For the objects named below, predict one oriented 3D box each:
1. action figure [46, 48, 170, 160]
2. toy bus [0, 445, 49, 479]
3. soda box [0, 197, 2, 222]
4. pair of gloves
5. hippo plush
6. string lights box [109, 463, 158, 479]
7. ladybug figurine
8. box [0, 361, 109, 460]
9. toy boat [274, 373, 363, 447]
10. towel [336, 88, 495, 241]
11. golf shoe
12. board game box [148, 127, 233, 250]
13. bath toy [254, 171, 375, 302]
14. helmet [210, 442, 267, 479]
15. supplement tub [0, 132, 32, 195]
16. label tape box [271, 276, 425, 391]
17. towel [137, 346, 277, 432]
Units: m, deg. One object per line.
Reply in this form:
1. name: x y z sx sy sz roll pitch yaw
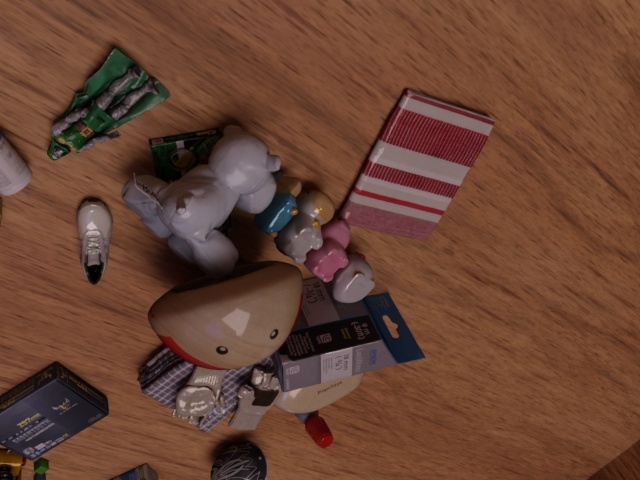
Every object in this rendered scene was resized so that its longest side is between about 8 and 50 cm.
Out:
1. action figure: -0.389 -0.214 1.305 0.232 0.063 0.137 -35 136 15
2. toy bus: -0.771 0.589 1.807 0.191 0.104 0.202 -26 134 0
3. soda box: -0.665 -0.049 1.332 0.181 0.061 0.058 6 125 -26
4. pair of gloves: -0.209 0.361 1.717 0.240 0.042 0.204 18 118 -30
5. hippo plush: -0.209 -0.107 1.369 0.236 0.234 0.294 -50 153 -18
6. string lights box: -0.553 0.713 1.979 0.260 0.133 0.076 -24 134 -1
7. ladybug figurine: -0.175 0.146 1.465 0.305 0.449 0.162 -17 94 -10
8. box: -0.638 0.398 1.727 0.233 0.059 0.183 -31 132 5
9. toy boat: -0.021 0.381 1.912 0.267 0.148 0.318 -16 128 -22
10. towel: 0.202 -0.152 1.609 0.237 0.037 0.329 12 122 -27
11. golf shoe: -0.436 0.007 1.456 0.069 0.086 0.176 -4 128 -16
12. board game box: -0.251 -0.096 1.480 0.136 0.030 0.259 -11 132 -10
13. bath toy: 0.000 0.000 1.596 0.151 0.129 0.348 -42 131 2
14. helmet: -0.214 0.630 2.026 0.169 0.169 0.161 -26 150 1
15. supplement tub: -0.558 -0.137 1.293 0.071 0.071 0.107 -26 133 1
16. label tape box: 0.042 0.188 1.696 0.334 0.240 0.106 -12 130 -13
17. towel: -0.258 0.308 1.760 0.284 0.121 0.235 -38 131 12
